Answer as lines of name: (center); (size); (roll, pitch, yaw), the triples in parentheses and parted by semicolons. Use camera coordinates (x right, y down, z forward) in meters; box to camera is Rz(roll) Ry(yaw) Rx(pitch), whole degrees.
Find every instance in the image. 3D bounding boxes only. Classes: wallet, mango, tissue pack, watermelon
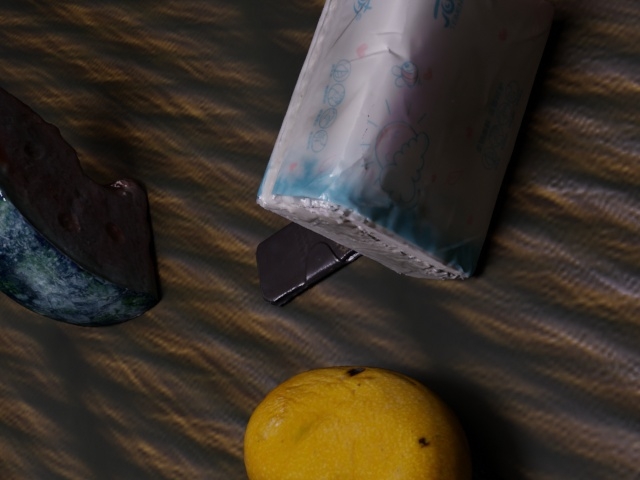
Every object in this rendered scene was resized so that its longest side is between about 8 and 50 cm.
wallet: (0.000, 0.000, 1.609); (0.156, 0.018, 0.082); (-33, 48, 29)
mango: (0.038, 0.186, 1.395); (0.262, 0.109, 0.157); (19, 70, 49)
tissue pack: (0.081, -0.118, 1.453); (0.124, 0.201, 0.271); (8, 76, 45)
watermelon: (-0.305, -0.037, 1.799); (0.148, 0.318, 0.226); (-35, 6, 34)

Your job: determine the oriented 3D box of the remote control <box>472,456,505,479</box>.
remote control: (0.136, 0.208, 1.348); (0.096, 0.014, 0.039); (31, 92, 51)
